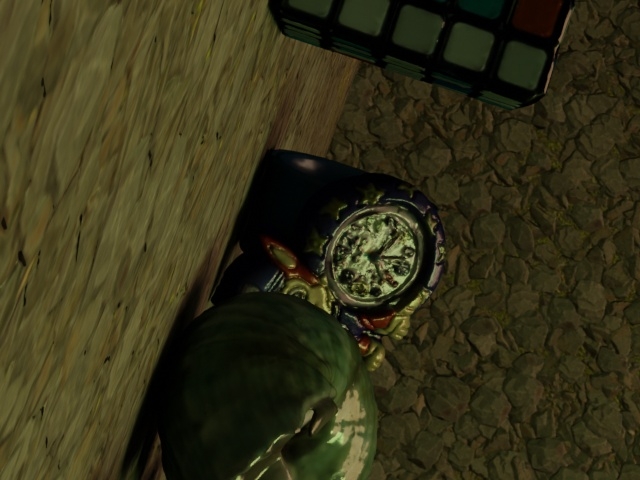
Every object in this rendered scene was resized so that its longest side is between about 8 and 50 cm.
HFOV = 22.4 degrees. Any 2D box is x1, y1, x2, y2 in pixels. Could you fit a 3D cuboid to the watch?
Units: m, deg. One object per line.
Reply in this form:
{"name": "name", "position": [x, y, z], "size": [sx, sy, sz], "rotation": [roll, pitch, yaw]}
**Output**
{"name": "watch", "position": [0.009, -0.003, 1.474], "size": [0.171, 0.196, 0.200], "rotation": [-61, -158, 10]}

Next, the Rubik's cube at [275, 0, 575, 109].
{"name": "Rubik's cube", "position": [0.085, -0.200, 1.083], "size": [0.184, 0.187, 0.182], "rotation": [-86, -165, -87]}

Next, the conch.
{"name": "conch", "position": [-0.046, 0.146, 1.228], "size": [0.277, 0.195, 0.220], "rotation": [-40, -163, 56]}
